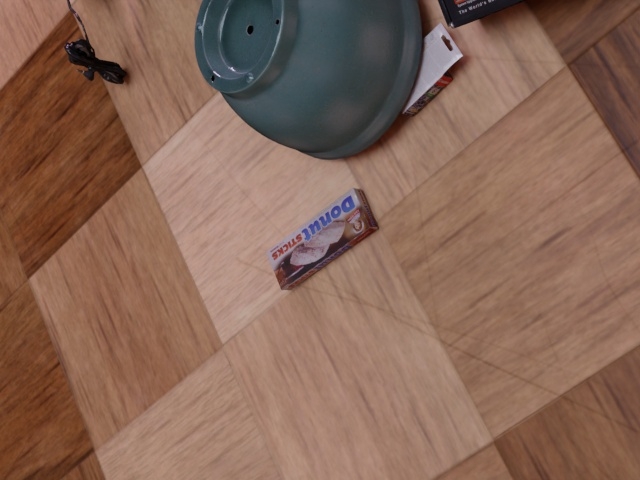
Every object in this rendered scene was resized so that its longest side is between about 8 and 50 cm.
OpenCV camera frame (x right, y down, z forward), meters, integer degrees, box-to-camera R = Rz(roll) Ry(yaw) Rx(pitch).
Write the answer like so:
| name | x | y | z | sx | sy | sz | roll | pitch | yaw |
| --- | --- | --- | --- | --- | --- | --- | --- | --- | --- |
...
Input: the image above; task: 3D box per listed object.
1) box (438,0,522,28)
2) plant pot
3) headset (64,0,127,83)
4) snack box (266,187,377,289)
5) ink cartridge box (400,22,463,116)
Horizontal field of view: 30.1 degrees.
| name | x | y | z | sx | sy | sz | roll | pitch | yaw |
| --- | --- | --- | --- | --- | --- | --- | --- | --- | --- |
| box | 0.272 | -0.458 | 1.357 | 0.395 | 0.097 | 0.318 | -15 | 99 | 37 |
| plant pot | -0.040 | -0.264 | 1.565 | 0.293 | 0.196 | 0.293 | -7 | 80 | 44 |
| headset | -0.350 | -0.457 | 1.906 | 0.243 | 0.185 | 0.394 | -7 | 68 | 34 |
| snack box | 0.000 | 0.000 | 1.652 | 0.178 | 0.022 | 0.064 | -36 | 66 | 32 |
| ink cartridge box | 0.138 | -0.222 | 1.551 | 0.115 | 0.029 | 0.063 | -42 | 63 | 28 |
